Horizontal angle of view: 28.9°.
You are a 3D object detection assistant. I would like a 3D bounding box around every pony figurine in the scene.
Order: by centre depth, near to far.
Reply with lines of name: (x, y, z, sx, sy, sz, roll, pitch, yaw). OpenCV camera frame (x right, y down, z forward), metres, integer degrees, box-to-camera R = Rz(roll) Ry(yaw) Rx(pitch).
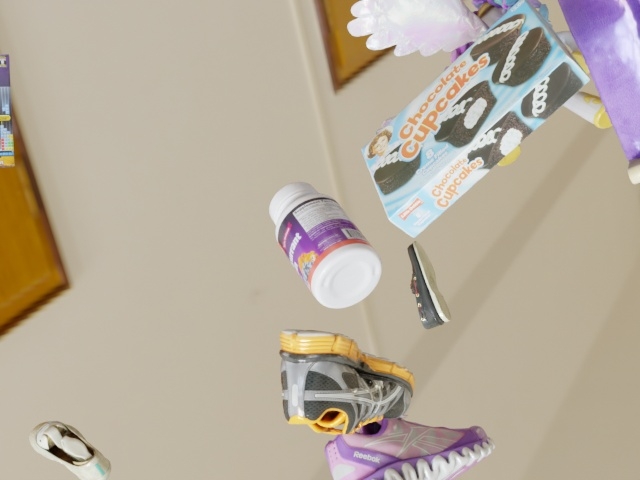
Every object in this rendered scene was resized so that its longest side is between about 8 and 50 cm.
pony figurine: (0.256, -0.272, 1.990, 0.351, 0.303, 0.363, -21, -138, -11)

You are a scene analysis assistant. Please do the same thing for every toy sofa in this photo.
toy sofa: (0.449, -0.269, 1.772, 0.150, 0.363, 0.177, -20, -164, 24)

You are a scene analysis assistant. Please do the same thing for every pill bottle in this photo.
pill bottle: (0.000, 0.000, 1.787, 0.108, 0.108, 0.193, -20, -137, -17)

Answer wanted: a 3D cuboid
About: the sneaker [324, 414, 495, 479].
sneaker: (0.096, 0.232, 1.380, 0.236, 0.104, 0.095, -10, 151, -43)

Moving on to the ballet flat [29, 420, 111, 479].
ballet flat: (-0.343, 0.274, 1.678, 0.168, 0.052, 0.057, 20, -124, 38)

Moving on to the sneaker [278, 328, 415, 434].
sneaker: (0.020, 0.142, 1.141, 0.084, 0.083, 0.215, -2, 162, 30)

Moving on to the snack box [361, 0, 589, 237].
snack box: (0.204, -0.171, 1.712, 0.322, 0.060, 0.187, -43, -148, 18)

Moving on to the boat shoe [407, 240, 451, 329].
boat shoe: (0.147, 0.063, 1.781, 0.042, 0.133, 0.049, -27, 155, 22)

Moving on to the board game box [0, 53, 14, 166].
board game box: (-0.467, -0.158, 1.525, 0.170, 0.141, 0.048, -4, -176, -23)
